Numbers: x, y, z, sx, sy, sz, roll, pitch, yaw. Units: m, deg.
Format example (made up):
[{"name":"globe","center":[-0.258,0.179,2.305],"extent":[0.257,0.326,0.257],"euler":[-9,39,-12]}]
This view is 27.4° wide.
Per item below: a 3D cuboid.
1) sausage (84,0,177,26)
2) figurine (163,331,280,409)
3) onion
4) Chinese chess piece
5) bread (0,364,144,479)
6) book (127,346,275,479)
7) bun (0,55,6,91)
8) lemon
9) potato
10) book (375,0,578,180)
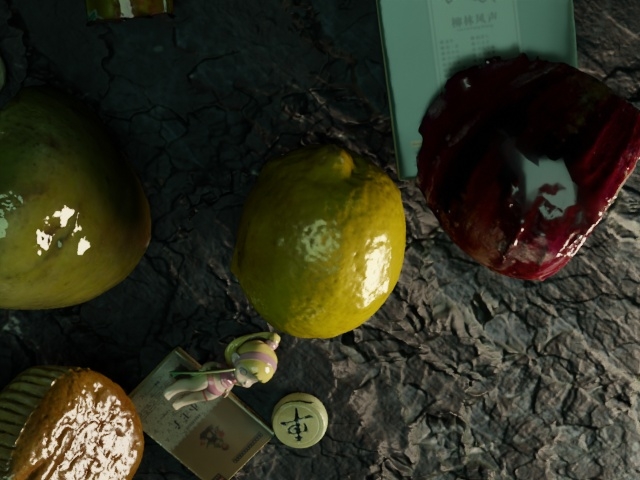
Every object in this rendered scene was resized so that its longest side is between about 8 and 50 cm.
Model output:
[{"name":"sausage","center":[-0.262,-0.433,1.690],"extent":[0.125,0.117,0.317],"euler":[10,113,42]},{"name":"figurine","center":[-0.140,0.188,1.900],"extent":[0.187,0.083,0.083],"euler":[-26,104,15]},{"name":"onion","center":[0.254,-0.080,1.725],"extent":[0.280,0.146,0.314],"euler":[28,121,-7]},{"name":"Chinese chess piece","center":[-0.031,0.266,1.937],"extent":[0.084,0.034,0.084],"euler":[1,108,4]},{"name":"bread","center":[-0.376,0.301,1.849],"extent":[0.142,0.253,0.227],"euler":[0,135,38]},{"name":"book","center":[-0.184,0.267,1.957],"extent":[0.199,0.016,0.138],"euler":[42,105,-9]},{"name":"bun","center":[-0.490,-0.225,1.799],"extent":[0.115,0.069,0.115],"euler":[1,108,2]},{"name":"lemon","center":[0.000,0.000,1.748],"extent":[0.234,0.233,0.288],"euler":[9,120,1]},{"name":"potato","center":[-0.351,-0.018,1.747],"extent":[0.213,0.280,0.330],"euler":[17,106,1]},{"name":"book","center":[0.209,-0.276,1.755],"extent":[0.264,0.031,0.379],"euler":[-6,106,5]}]
